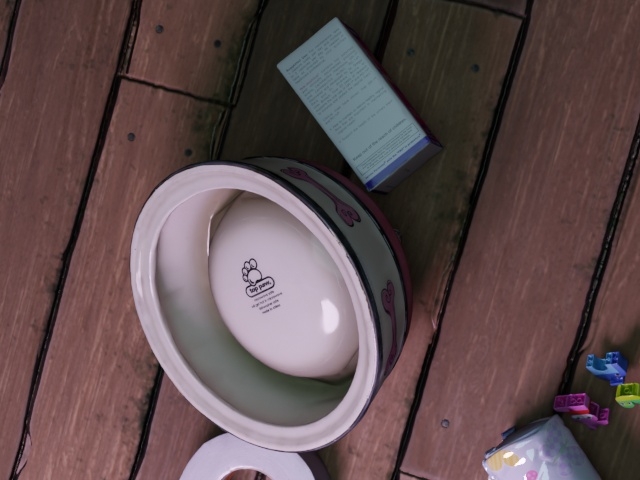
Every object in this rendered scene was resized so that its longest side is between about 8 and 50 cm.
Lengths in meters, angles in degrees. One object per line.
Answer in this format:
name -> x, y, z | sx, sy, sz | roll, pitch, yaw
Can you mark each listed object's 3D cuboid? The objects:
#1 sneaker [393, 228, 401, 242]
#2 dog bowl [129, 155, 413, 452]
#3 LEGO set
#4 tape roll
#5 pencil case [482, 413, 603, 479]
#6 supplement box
sneaker -> 0.000, 0.000, 1.777 | 0.235, 0.095, 0.090 | 15, 128, 32
dog bowl -> -0.056, 0.069, 1.681 | 0.408, 0.150, 0.408 | 16, 119, 32
LEGO set -> 0.435, 0.195, 1.652 | 0.227, 0.093, 0.087 | -13, 49, 40
tape roll -> -0.094, 0.376, 1.802 | 0.219, 0.072, 0.219 | 0, 89, 15
pencil case -> 0.332, 0.364, 1.662 | 0.124, 0.113, 0.273 | -32, 83, -16
supplement box -> 0.055, -0.184, 1.742 | 0.114, 0.111, 0.220 | -39, 81, 11
